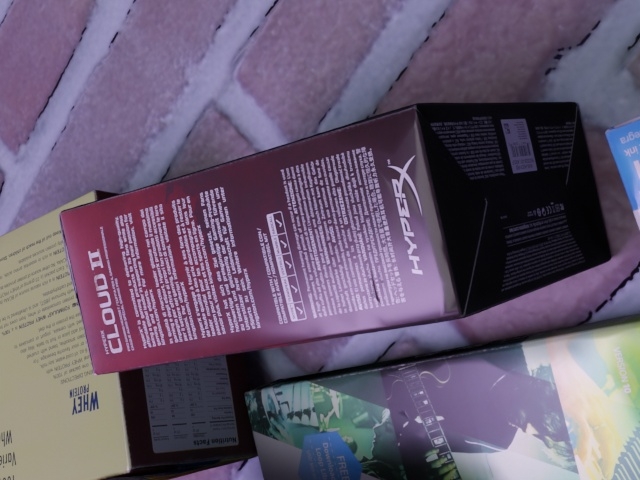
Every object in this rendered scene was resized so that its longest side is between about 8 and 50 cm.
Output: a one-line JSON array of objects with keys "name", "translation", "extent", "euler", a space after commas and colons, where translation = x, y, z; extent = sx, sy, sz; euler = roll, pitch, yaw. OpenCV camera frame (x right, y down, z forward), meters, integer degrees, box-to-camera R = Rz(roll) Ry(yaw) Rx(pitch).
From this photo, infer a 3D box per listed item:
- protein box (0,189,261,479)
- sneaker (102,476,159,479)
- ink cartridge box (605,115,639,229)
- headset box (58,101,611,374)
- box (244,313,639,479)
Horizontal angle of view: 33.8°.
[{"name": "protein box", "translation": [-0.177, 0.093, 0.828], "extent": [0.199, 0.136, 0.201], "euler": [-21, 72, 35]}, {"name": "sneaker", "translation": [-0.015, 0.213, 0.712], "extent": [0.299, 0.121, 0.111], "euler": [9, 84, 16]}, {"name": "ink cartridge box", "translation": [0.236, 0.015, 0.550], "extent": [0.082, 0.139, 0.191], "euler": [-20, 85, 34]}, {"name": "headset box", "translation": [0.000, 0.000, 0.665], "extent": [0.293, 0.218, 0.110], "euler": [-13, 89, 34]}, {"name": "box", "translation": [0.106, 0.188, 0.715], "extent": [0.322, 0.058, 0.232], "euler": [-16, 87, 35]}]
